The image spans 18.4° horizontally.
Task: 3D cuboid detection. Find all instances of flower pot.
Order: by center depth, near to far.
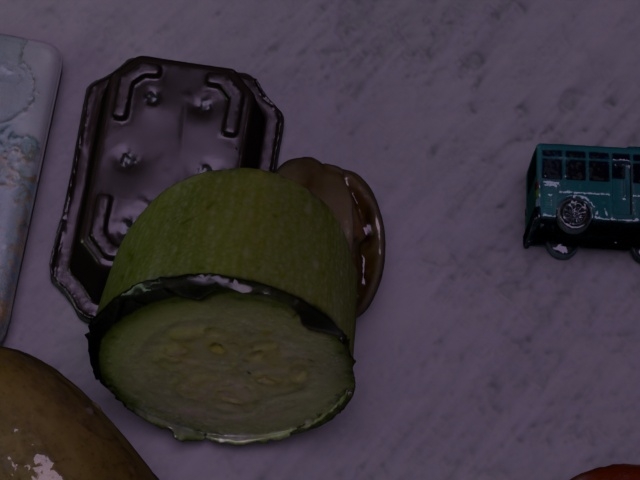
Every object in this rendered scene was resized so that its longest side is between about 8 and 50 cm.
[{"bbox_3d":[-0.129,-0.051,1.683,0.179,0.084,0.250,9,69,-1],"label":"flower pot"}]

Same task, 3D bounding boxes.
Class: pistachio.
[{"bbox_3d":[0.000,0.000,1.666,0.113,0.113,0.149,3,76,-3],"label":"pistachio"}]

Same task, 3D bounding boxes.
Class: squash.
[{"bbox_3d":[-0.076,0.065,1.594,0.220,0.220,0.133,5,42,-2],"label":"squash"}]

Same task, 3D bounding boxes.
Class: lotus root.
[{"bbox_3d":[-0.230,0.193,1.544,0.342,0.169,0.151,48,33,12],"label":"lotus root"}]

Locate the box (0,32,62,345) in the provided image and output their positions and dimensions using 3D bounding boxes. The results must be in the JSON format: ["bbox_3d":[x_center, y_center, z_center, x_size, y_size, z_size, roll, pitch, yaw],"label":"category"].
[{"bbox_3d":[-0.314,-0.049,1.694,0.142,0.044,0.285,10,70,-4],"label":"box"}]

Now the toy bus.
[{"bbox_3d":[0.259,-0.035,1.706,0.160,0.079,0.091,3,69,-1],"label":"toy bus"}]

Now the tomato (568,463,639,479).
[{"bbox_3d":[0.255,0.279,1.533,0.232,0.188,0.232,2,70,-6],"label":"tomato"}]
